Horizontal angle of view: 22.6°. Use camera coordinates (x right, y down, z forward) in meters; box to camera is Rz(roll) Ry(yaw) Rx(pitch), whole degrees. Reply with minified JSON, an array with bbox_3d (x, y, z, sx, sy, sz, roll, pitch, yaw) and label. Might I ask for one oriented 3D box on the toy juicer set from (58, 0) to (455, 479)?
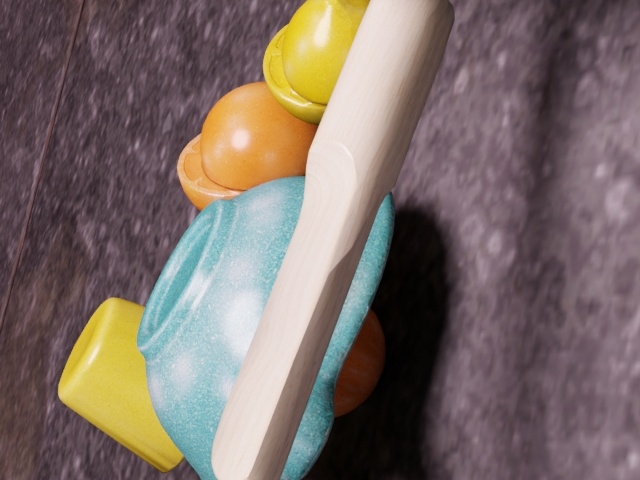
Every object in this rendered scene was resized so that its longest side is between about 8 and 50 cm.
[{"bbox_3d":[0.000,0.000,0.612,0.209,0.089,0.329,-63,14,-10],"label":"toy juicer set"}]
